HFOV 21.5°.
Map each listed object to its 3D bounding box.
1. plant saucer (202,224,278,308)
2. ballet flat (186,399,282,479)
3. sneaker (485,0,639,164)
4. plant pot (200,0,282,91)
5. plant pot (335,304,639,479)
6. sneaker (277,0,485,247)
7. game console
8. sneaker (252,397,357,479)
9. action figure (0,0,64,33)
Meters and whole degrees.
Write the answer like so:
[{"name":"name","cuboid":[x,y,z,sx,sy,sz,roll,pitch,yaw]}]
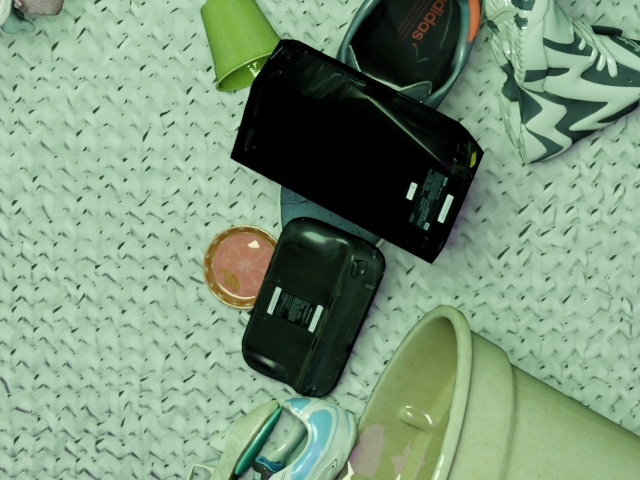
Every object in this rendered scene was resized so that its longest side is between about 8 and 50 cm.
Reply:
[{"name":"plant saucer","cuboid":[-0.075,0.026,1.670,0.083,0.013,0.083,0,95,3]},{"name":"ballet flat","cuboid":[-0.098,0.223,1.672,0.052,0.057,0.168,30,97,11]},{"name":"sneaker","cuboid":[0.241,-0.181,1.549,0.153,0.094,0.235,-20,133,-7]},{"name":"plant pot","cuboid":[-0.078,-0.197,1.621,0.083,0.083,0.079,-25,82,6]},{"name":"plant pot","cuboid":[0.191,0.268,1.547,0.305,0.334,0.334,22,97,-10]},{"name":"sneaker","cuboid":[0.045,-0.117,1.566,0.131,0.148,0.350,22,107,2]},{"name":"game console","cuboid":[0.000,0.000,1.571,0.213,0.044,0.361,29,128,10]},{"name":"sneaker","cuboid":[-0.043,0.264,1.653,0.086,0.085,0.237,22,91,-14]},{"name":"action figure","cuboid":[-0.237,-0.391,1.525,0.248,0.276,0.370,41,111,5]}]
